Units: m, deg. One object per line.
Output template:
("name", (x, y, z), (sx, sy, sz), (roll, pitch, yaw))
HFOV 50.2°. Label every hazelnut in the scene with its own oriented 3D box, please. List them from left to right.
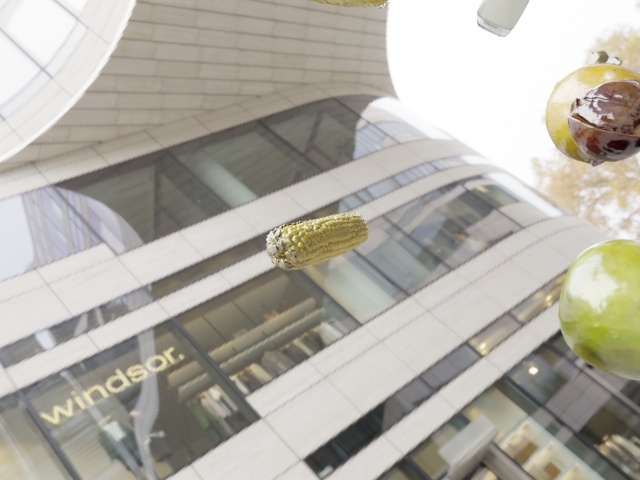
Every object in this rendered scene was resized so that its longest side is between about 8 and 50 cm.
("hazelnut", (0.610, -0.247, 1.415), (0.202, 0.170, 0.160), (-38, -63, -52))

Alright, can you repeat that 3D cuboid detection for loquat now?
("loquat", (0.841, -0.404, 2.056), (0.328, 0.329, 0.359), (16, -108, -59))

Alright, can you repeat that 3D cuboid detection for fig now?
("fig", (0.611, 0.140, 1.267), (0.258, 0.326, 0.257), (-26, -55, -42))

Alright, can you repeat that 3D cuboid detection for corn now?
("corn", (0.000, 0.000, 1.627), (0.318, 0.115, 0.115), (-16, -44, -43))

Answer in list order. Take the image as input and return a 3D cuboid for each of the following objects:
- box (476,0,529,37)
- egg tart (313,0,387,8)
("box", (0.321, -0.426, 1.124), (0.168, 0.071, 0.259), (-64, -4, 17))
("egg tart", (0.035, -0.491, 1.290), (0.213, 0.213, 0.090), (-19, -55, -42))
